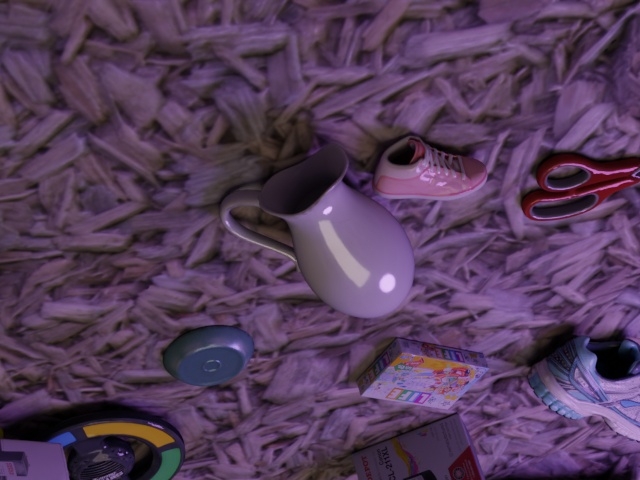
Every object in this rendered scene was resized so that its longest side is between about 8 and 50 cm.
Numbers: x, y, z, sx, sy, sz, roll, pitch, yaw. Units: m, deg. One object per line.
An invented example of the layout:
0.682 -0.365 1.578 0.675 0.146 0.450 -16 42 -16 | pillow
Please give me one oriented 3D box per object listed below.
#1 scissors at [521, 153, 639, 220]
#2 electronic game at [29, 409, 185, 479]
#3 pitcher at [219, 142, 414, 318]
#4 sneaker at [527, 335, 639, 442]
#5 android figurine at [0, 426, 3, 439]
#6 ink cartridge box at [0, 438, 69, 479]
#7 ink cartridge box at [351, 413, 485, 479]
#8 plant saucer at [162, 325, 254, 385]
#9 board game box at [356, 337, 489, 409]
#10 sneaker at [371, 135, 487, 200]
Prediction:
0.388 -0.082 1.670 0.297 0.021 0.109 -11 139 -9 | scissors
-0.296 0.300 1.860 0.229 0.048 0.229 -11 141 -8 | electronic game
0.000 0.000 1.561 0.177 0.126 0.207 -12 136 28 | pitcher
0.437 0.206 1.967 0.283 0.110 0.122 14 129 -33 | sneaker
-0.531 0.264 1.727 0.248 0.056 0.273 -23 143 8 | android figurine
-0.442 0.319 1.712 0.217 0.092 0.158 13 135 -35 | ink cartridge box
0.147 0.349 2.016 0.175 0.127 0.072 -22 140 6 | ink cartridge box
-0.141 0.153 1.758 0.119 0.021 0.119 -10 142 -8 | plant saucer
0.141 0.185 1.895 0.154 0.026 0.103 12 134 -32 | board game box
0.127 -0.083 1.543 0.134 0.051 0.070 -4 146 -9 | sneaker
